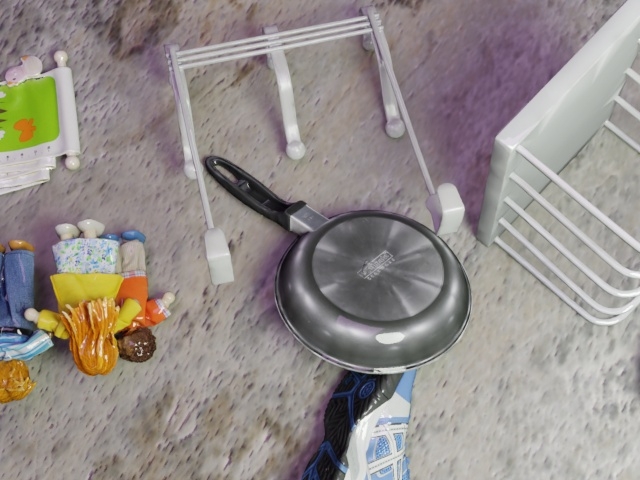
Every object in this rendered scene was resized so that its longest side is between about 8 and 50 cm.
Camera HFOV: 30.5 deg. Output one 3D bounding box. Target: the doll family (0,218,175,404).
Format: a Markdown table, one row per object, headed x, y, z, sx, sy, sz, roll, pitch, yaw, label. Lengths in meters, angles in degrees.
| x | y | z | sx | sy | sz | roll | pitch | yaw | label |
| --- | --- | --- | --- | --- | --- | --- | --- | --- | --- |
| -0.281 | 0.075 | 1.167 | 0.263 | 0.118 | 0.163 | -11 | 70 | 3 | doll family |

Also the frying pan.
| x | y | z | sx | sy | sz | roll | pitch | yaw | label |
| --- | --- | --- | --- | --- | --- | --- | --- | --- | --- |
| 0.028 | -0.006 | 1.184 | 0.197 | 0.053 | 0.326 | -15 | 54 | -18 | frying pan |

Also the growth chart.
| x | y | z | sx | sy | sz | roll | pitch | yaw | label |
| --- | --- | --- | --- | --- | --- | --- | --- | --- | --- |
| -0.376 | -0.114 | 1.299 | 0.237 | 0.021 | 0.172 | -20 | 69 | -1 | growth chart |

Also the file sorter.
| x | y | z | sx | sy | sz | roll | pitch | yaw | label |
| --- | --- | --- | --- | --- | --- | --- | --- | --- | --- |
| 0.274 | -0.056 | 1.065 | 0.173 | 0.277 | 0.193 | 43 | 81 | 14 | file sorter |

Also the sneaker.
| x | y | z | sx | sy | sz | roll | pitch | yaw | label |
| --- | --- | --- | --- | --- | --- | --- | --- | --- | --- |
| 0.048 | 0.192 | 1.120 | 0.081 | 0.080 | 0.211 | 38 | 64 | -22 | sneaker |

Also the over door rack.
| x | y | z | sx | sy | sz | roll | pitch | yaw | label |
| --- | --- | --- | --- | --- | --- | --- | --- | --- | --- |
| -0.020 | -0.092 | 1.172 | 0.239 | 0.108 | 0.324 | -13 | 49 | -5 | over door rack |
